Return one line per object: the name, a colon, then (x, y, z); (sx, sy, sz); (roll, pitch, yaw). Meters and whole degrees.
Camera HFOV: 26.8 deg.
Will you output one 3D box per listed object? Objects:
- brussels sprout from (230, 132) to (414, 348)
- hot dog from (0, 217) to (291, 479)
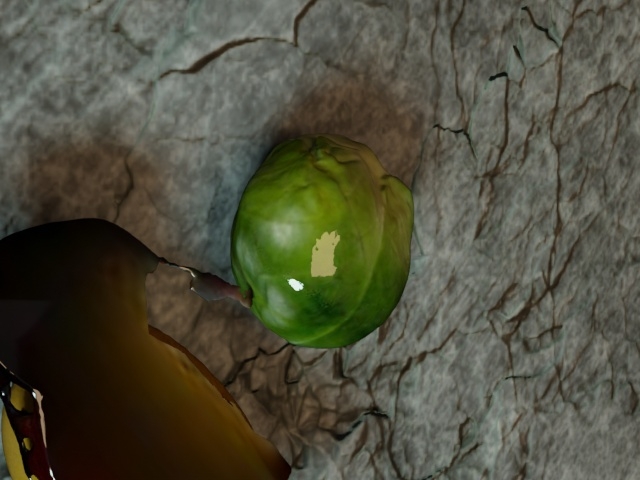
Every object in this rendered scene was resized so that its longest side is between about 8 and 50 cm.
brussels sprout: (-0.004, 0.001, 0.955); (0.155, 0.117, 0.155); (38, 39, -40)
hot dog: (-0.126, 0.125, 0.899); (0.194, 0.107, 0.326); (-33, 108, -40)
